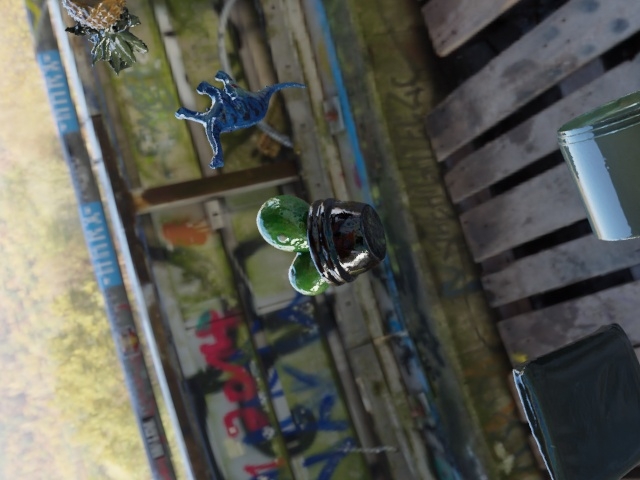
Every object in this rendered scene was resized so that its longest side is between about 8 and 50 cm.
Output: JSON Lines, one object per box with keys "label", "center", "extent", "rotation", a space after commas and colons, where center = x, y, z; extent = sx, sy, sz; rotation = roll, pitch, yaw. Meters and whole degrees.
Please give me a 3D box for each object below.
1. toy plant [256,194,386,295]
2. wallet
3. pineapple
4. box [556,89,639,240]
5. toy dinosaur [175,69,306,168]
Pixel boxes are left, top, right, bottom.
{"label": "toy plant", "center": [0.000, 0.000, 1.719], "extent": [0.235, 0.175, 0.218], "rotation": [-14, 104, 23]}
{"label": "wallet", "center": [0.306, 0.195, 0.989], "extent": [0.052, 0.245, 0.169], "rotation": [-24, 80, 42]}
{"label": "pineapple", "center": [-0.385, -0.404, 1.553], "extent": [0.119, 0.130, 0.277], "rotation": [30, 167, 2]}
{"label": "box", "center": [0.430, -0.112, 1.089], "extent": [0.226, 0.226, 0.149], "rotation": [-11, 104, 62]}
{"label": "toy dinosaur", "center": [-0.157, -0.238, 1.520], "extent": [0.144, 0.329, 0.076], "rotation": [30, 131, 9]}
